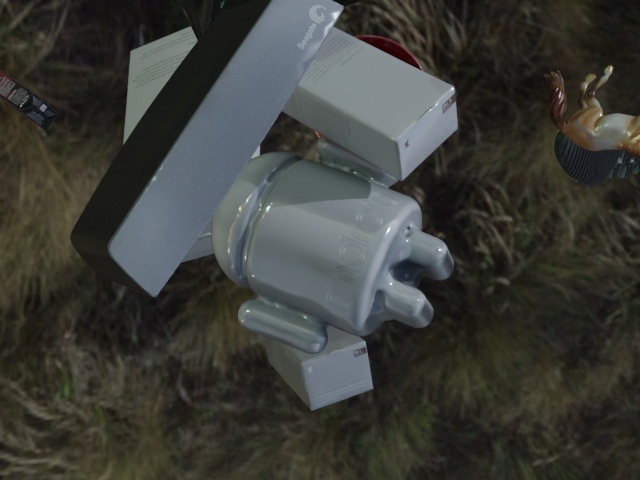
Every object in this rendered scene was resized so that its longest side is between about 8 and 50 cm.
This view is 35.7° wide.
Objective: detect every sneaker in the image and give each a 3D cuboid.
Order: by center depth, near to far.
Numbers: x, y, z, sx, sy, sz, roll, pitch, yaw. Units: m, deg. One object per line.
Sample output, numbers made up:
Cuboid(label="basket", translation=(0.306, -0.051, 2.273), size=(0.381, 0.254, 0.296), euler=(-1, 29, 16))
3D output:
Cuboid(label="sneaker", translation=(0.505, -0.182, 1.923), size=(0.330, 0.146, 0.122), euler=(1, 111, -52))

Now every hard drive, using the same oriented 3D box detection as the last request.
Cuboid(label="hard drive", translation=(-0.096, -0.082, 0.761), size=(0.054, 0.172, 0.255), euler=(37, 78, -24))

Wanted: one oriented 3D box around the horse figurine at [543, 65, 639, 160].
Cuboid(label="horse figurine", translation=(0.468, -0.194, 1.563), size=(0.174, 0.263, 0.066), euler=(-63, 147, -19))

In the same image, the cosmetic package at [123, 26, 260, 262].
Cuboid(label="cosmetic package", translation=(-0.218, -0.165, 1.675), size=(0.197, 0.365, 0.155), euler=(-13, 154, 29))

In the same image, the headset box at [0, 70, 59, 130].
Cuboid(label="headset box", translation=(-0.407, -0.192, 1.353), size=(0.032, 0.083, 0.062), euler=(-54, 152, -7))

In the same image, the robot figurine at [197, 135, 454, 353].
Cuboid(label="robot figurine", translation=(0.000, 0.000, 1.348), size=(0.300, 0.353, 0.200), euler=(-65, 162, -11))

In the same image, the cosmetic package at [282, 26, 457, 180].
Cuboid(label="cosmetic package", translation=(0.053, -0.184, 1.289), size=(0.117, 0.231, 0.085), euler=(-43, 148, -20))

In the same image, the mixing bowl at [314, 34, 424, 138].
Cuboid(label="mixing bowl", translation=(0.071, -0.213, 1.486), size=(0.181, 0.098, 0.181), euler=(1, 100, 4))

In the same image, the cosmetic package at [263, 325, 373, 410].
Cuboid(label="cosmetic package", translation=(-0.011, 0.201, 1.785), size=(0.127, 0.238, 0.107), euler=(-16, 113, -15))

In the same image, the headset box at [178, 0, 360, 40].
Cuboid(label="headset box", translation=(-0.063, -0.395, 1.326), size=(0.283, 0.131, 0.246), euler=(-22, 167, -18))
